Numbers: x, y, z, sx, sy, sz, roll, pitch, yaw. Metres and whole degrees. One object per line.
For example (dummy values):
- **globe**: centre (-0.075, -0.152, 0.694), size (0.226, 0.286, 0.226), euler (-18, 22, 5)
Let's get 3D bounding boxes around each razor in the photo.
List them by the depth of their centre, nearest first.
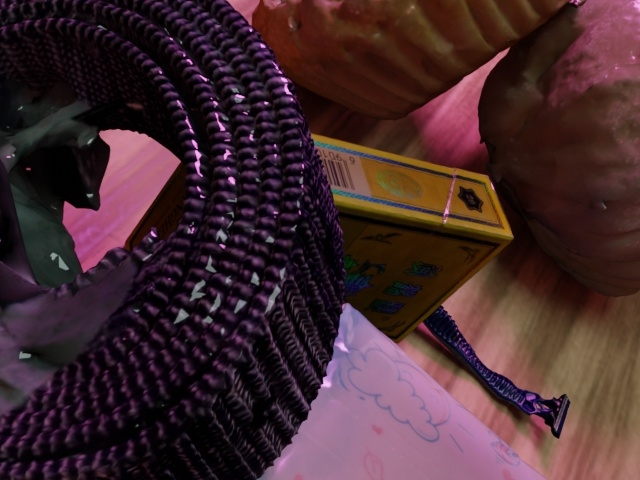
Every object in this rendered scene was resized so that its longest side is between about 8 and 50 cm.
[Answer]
- **razor**: centre (0.125, 0.094, 0.788), size (0.154, 0.028, 0.044), euler (40, 40, -5)

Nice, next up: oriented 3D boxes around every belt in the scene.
- **belt**: centre (-0.126, -0.006, 0.506), size (0.260, 0.122, 0.325), euler (-26, 55, -4)

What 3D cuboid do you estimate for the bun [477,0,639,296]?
- **bun**: centre (0.249, -0.082, 0.897), size (0.204, 0.281, 0.282), euler (-35, 78, -6)

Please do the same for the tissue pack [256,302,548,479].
- **tissue pack**: centre (0.046, 0.184, 0.559), size (0.271, 0.124, 0.201), euler (42, 37, 4)

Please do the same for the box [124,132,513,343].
- **box**: centre (0.000, 0.000, 0.682), size (0.219, 0.141, 0.064), euler (11, 48, -31)

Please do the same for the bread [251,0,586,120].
- **bread**: centre (0.076, -0.207, 0.852), size (0.149, 0.274, 0.274), euler (54, 36, -22)
